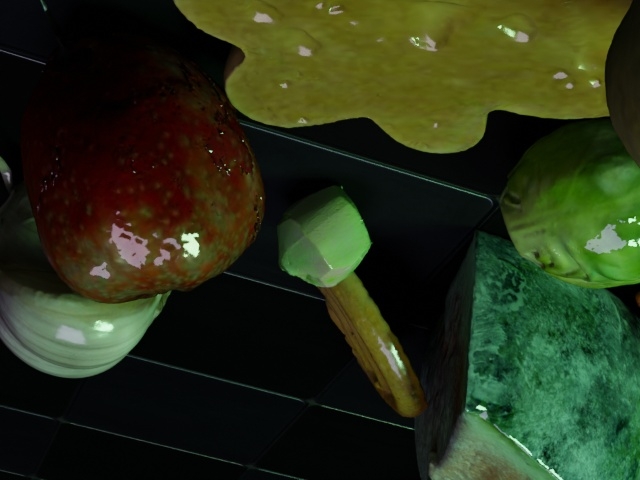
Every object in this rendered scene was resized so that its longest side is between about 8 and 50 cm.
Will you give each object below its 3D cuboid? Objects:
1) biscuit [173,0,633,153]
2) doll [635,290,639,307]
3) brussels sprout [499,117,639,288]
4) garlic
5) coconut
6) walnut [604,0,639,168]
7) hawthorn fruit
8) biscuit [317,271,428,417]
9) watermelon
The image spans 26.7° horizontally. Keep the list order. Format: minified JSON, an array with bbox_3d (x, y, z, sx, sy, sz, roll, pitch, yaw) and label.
[{"bbox_3d":[0.086,-0.152,0.872,0.354,0.052,0.275,-5,148,20],"label":"biscuit"},{"bbox_3d":[0.357,0.072,1.141,0.143,0.135,0.221,45,152,2],"label":"doll"},{"bbox_3d":[0.210,-0.024,0.998,0.155,0.118,0.155,-2,149,-1],"label":"brussels sprout"},{"bbox_3d":[-0.194,-0.012,1.125,0.207,0.207,0.257,-3,118,20],"label":"garlic"},{"bbox_3d":[0.000,0.000,1.134,0.083,0.081,0.082,45,169,31],"label":"coconut"},{"bbox_3d":[0.288,-0.106,0.684,0.283,0.283,0.227,-16,128,36],"label":"walnut"},{"bbox_3d":[-0.138,-0.070,0.969,0.181,0.181,0.235,-10,109,30],"label":"hawthorn fruit"},{"bbox_3d":[0.048,0.098,1.244,0.033,0.144,0.224,-33,142,-5],"label":"biscuit"},{"bbox_3d":[0.184,0.165,1.266,0.258,0.228,0.387,-5,144,40],"label":"watermelon"}]
